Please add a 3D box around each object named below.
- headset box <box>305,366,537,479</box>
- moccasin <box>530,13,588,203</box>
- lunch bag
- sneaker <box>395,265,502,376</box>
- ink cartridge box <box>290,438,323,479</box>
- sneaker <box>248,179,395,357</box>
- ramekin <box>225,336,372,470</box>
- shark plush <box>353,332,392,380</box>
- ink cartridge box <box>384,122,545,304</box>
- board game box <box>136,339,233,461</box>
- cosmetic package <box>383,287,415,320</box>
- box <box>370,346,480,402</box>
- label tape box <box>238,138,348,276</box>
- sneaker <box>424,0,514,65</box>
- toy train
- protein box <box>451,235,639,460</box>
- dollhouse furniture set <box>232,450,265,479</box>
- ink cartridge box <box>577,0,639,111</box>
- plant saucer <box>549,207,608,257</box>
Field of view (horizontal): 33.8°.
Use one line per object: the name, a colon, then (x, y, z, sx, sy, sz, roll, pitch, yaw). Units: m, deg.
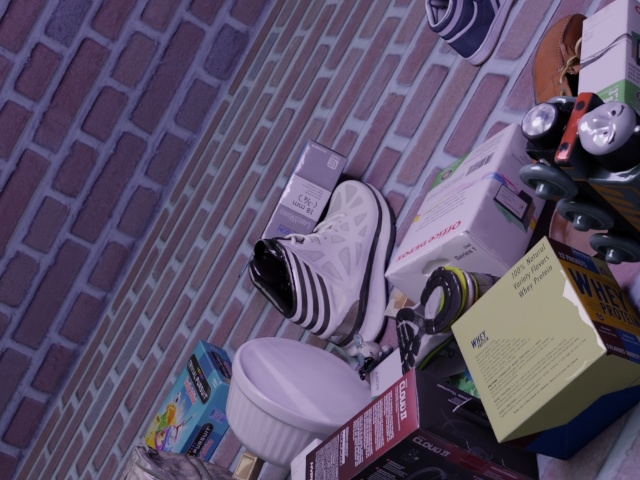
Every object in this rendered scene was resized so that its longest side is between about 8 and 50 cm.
headset box: (0.147, 0.318, 1.499, 0.293, 0.218, 0.110, -46, 28, 35)
moccasin: (0.407, -0.229, 1.637, 0.147, 0.139, 0.380, -36, 24, 41)
lunch bag: (-0.331, 0.583, 2.137, 0.305, 0.256, 0.212, -61, 23, 4)
sneaker: (0.199, 0.133, 1.606, 0.300, 0.121, 0.111, 124, 145, -61)
ink cartridge box: (0.031, 0.435, 1.704, 0.082, 0.139, 0.191, -49, 27, 30)
sneaker: (0.001, 0.000, 2.088, 0.169, 0.257, 0.448, -45, 29, 35)
ramekin: (-0.044, 0.296, 1.870, 0.273, 0.272, 0.127, -115, 45, -61)
shark plush: (0.090, 0.221, 1.882, 0.161, 0.073, 0.067, -110, 39, -81)
ink cartridge box: (0.248, -0.032, 1.707, 0.201, 0.117, 0.278, -34, 19, 47)
board game box: (-0.313, 0.434, 2.483, 0.336, 0.079, 0.254, -60, 24, 6)
cosmetic package: (0.166, 0.094, 1.921, 0.060, 0.041, 0.115, 1, 66, 65)
box: (0.201, 0.223, 1.692, 0.322, 0.058, 0.232, -47, 27, 32)
label tape box: (-0.064, -0.046, 2.375, 0.334, 0.105, 0.240, -64, 3, -5)
sneaker: (0.311, -0.512, 2.135, 0.099, 0.153, 0.282, -10, 56, 60)
toy train: (0.392, -0.070, 1.308, 0.190, 0.334, 0.142, 6, 67, 49)
protein box: (0.313, 0.145, 1.404, 0.200, 0.136, 0.201, -48, 39, 28)
dollhouse furniture set: (-0.098, 0.518, 1.984, 0.160, 0.101, 0.182, 14, 75, 41)
ink cartridge box: (0.458, -0.221, 1.517, 0.092, 0.160, 0.220, -30, 39, 48)
plant saucer: (0.412, -0.038, 1.578, 0.168, 0.029, 0.168, -44, 30, 34)
